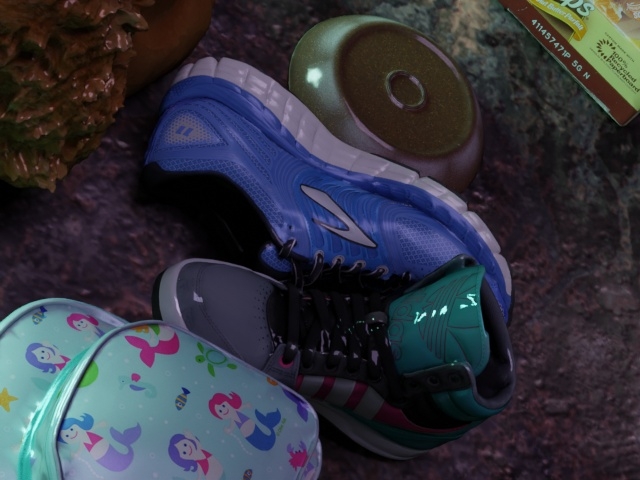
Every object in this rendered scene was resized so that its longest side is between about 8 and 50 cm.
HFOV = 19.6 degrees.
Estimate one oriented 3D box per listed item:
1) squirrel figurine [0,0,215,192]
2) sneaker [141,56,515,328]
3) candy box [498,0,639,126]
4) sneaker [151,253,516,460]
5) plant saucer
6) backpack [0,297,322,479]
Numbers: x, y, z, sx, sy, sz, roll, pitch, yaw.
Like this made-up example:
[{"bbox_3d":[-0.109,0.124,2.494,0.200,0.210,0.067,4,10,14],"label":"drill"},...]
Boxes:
[{"bbox_3d":[-0.163,-0.246,1.340,0.281,0.370,0.397,28,51,-14],"label":"squirrel figurine"},{"bbox_3d":[0.000,0.000,1.470,0.330,0.130,0.147,31,61,-4],"label":"sneaker"},{"bbox_3d":[0.332,-0.268,1.846,0.183,0.087,0.316,47,48,2],"label":"candy box"},{"bbox_3d":[0.037,0.068,1.348,0.295,0.178,0.124,26,50,-37],"label":"sneaker"},{"bbox_3d":[0.068,-0.124,1.630,0.198,0.036,0.199,16,54,-23],"label":"plant saucer"},{"bbox_3d":[-0.139,0.161,1.232,0.253,0.191,0.225,31,50,-5],"label":"backpack"}]
